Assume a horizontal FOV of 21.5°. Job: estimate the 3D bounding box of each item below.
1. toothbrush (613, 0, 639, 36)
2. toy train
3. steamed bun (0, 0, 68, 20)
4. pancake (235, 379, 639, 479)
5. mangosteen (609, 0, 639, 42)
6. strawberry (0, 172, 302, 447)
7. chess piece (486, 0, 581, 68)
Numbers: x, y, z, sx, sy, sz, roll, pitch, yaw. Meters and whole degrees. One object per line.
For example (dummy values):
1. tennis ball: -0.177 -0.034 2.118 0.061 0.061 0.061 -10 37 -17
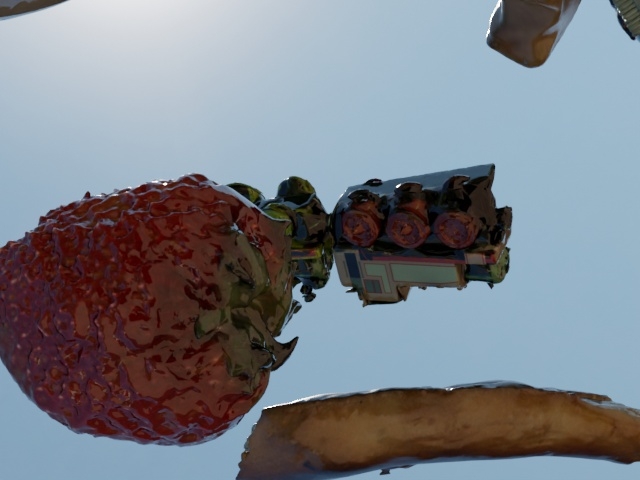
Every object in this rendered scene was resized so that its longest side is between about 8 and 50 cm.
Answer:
1. toothbrush: 0.243 -0.071 1.059 0.219 0.019 0.016 61 -158 13
2. toy train: 0.000 0.000 1.028 0.053 0.250 0.085 -59 -41 -51
3. steamed bun: -0.122 -0.184 0.503 0.145 0.232 0.231 42 -138 -87
4. pancake: 0.062 0.126 1.076 0.212 0.257 0.056 15 -115 -47
5. mangosteen: 0.358 -0.254 1.460 0.194 0.230 0.194 43 -150 -33
6. strawberry: -0.086 0.037 0.817 0.131 0.148 0.131 36 -131 -55
7. chess piece: 0.166 -0.229 0.967 0.137 0.137 0.301 56 -135 -27
